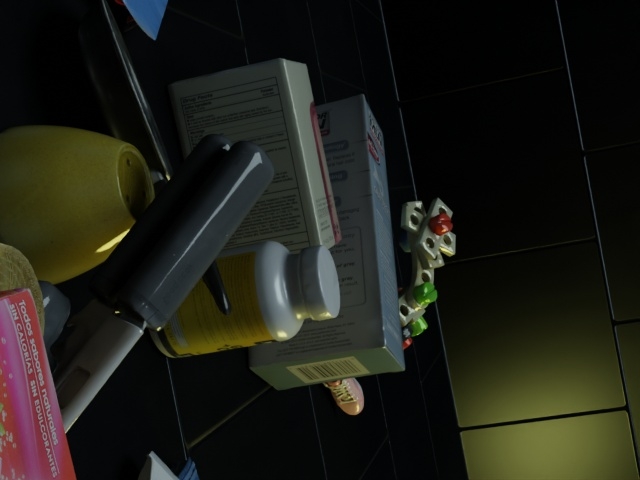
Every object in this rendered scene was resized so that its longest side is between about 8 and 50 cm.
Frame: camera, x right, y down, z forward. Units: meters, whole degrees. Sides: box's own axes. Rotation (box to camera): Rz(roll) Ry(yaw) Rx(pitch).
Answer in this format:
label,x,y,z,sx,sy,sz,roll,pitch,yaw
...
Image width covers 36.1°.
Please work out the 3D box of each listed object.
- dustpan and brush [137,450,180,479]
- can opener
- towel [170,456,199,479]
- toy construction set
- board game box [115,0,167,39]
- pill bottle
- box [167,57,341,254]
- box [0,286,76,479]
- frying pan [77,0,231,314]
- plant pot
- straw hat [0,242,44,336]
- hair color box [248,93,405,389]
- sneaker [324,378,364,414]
label,x,y,z,sx,sy,sz,roll,pitch,yaw
dustpan and brush,-0.130,0.310,0.856,0.147,0.060,0.211,58,38,-39
can opener,-0.147,0.021,0.725,0.283,0.076,0.095,-55,135,-19
towel,-0.127,0.281,0.967,0.067,0.029,0.119,-56,134,-69
toy construction set,0.092,0.086,1.474,0.151,0.327,0.215,46,43,5
board game box,-0.212,-0.288,1.043,0.168,0.033,0.133,-90,159,-53
pill bottle,-0.078,0.057,0.999,0.103,0.184,0.103,-10,90,-76
box,-0.075,-0.091,1.194,0.127,0.149,0.232,-29,108,-76
box,-0.205,0.189,0.476,0.142,0.154,0.300,-32,109,-76
frying pan,-0.156,-0.072,0.916,0.197,0.053,0.326,108,-38,-83
plant pot,-0.192,-0.036,0.799,0.134,0.095,0.134,-10,90,-76
straw hat,-0.238,0.069,0.615,0.144,0.061,0.144,7,90,-72
hair color box,0.000,0.000,1.348,0.113,0.185,0.374,52,31,-60
sneaker,0.030,0.234,1.585,0.070,0.051,0.134,-61,135,-66
